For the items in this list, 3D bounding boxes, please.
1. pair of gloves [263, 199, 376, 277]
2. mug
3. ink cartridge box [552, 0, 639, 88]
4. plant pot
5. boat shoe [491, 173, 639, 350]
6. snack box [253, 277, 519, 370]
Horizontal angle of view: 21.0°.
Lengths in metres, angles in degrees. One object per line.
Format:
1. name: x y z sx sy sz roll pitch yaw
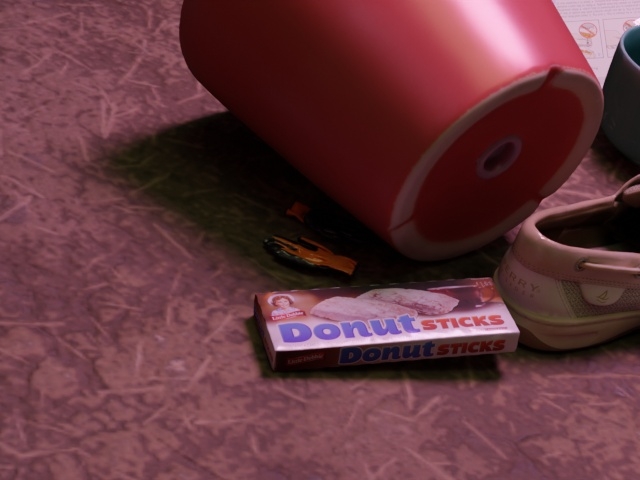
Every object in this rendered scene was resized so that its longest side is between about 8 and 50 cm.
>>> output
1. pair of gloves: 0.000 0.000 1.303 0.074 0.010 0.083 20 32 9
2. mug: 0.322 -0.112 1.507 0.157 0.097 0.129 16 34 1
3. ink cartridge box: 0.301 -0.229 1.639 0.181 0.056 0.225 -4 69 2
4. plant pot: 0.069 -0.135 1.321 0.275 0.275 0.243 -14 53 -35
5. boat shoe: 0.261 0.002 1.319 0.302 0.098 0.109 -11 42 -32
6. snack box: 0.046 0.058 1.214 0.178 0.022 0.064 -4 38 -16
